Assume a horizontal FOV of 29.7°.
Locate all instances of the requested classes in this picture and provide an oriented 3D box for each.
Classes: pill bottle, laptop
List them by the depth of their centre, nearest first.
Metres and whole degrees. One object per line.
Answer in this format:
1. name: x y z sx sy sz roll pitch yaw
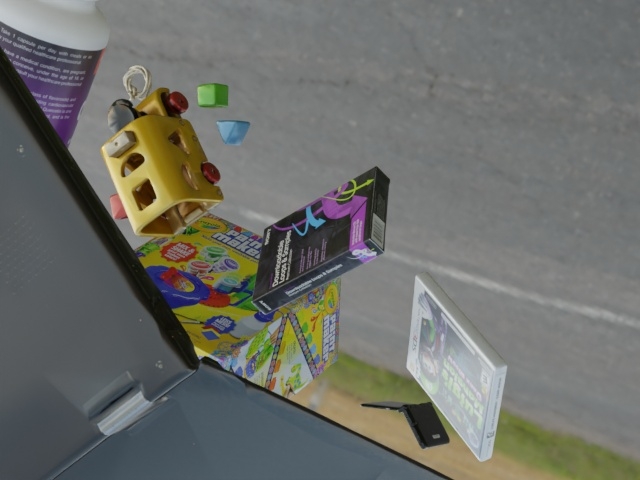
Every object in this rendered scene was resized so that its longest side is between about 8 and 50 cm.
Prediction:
1. laptop: -0.185 0.110 0.705 0.408 0.382 0.236 56 -160 9
2. pill bottle: -0.398 -0.231 1.625 0.181 0.323 0.181 22 -160 -9

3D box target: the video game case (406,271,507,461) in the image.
1. video game case: 0.171 0.162 1.549 0.190 0.022 0.173 51 150 42

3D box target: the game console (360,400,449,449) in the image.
1. game console: 0.132 0.284 1.864 0.107 0.071 0.122 63 -160 16

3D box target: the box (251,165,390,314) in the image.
1. box: 0.000 0.000 1.271 0.162 0.116 0.029 -30 123 30

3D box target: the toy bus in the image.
1. toy bus: -0.201 -0.103 1.405 0.202 0.191 0.104 17 -172 31

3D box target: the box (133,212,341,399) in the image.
1. box: -0.166 0.127 1.846 0.290 0.279 0.177 23 129 30
